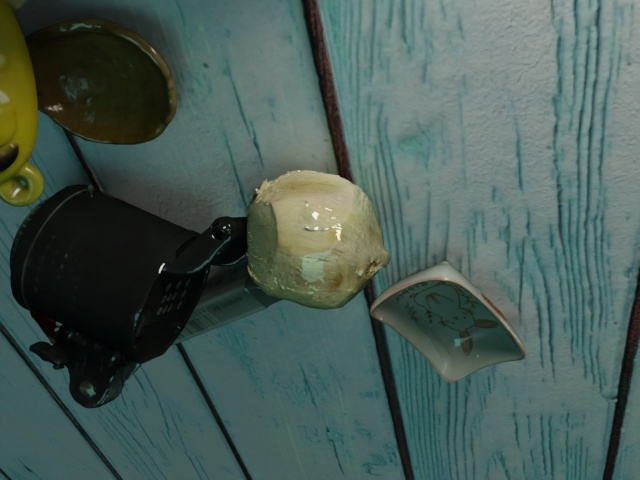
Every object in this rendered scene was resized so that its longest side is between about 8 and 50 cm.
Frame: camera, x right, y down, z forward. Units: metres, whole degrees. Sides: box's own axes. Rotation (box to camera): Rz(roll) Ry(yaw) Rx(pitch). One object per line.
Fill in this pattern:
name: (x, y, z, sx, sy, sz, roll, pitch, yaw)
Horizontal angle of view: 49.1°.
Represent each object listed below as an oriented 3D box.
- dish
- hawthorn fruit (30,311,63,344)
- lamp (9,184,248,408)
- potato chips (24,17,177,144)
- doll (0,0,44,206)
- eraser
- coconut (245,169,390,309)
dish: (0.194, 0.113, 1.057, 0.151, 0.077, 0.212, -29, 121, 35)
hawthorn fruit: (-0.406, 0.092, 1.187, 0.172, 0.148, 0.148, -28, 126, 4)
lamp: (-0.300, 0.034, 1.017, 0.272, 0.205, 0.374, 42, 101, 7)
potato chips: (-0.273, -0.206, 0.882, 0.195, 0.062, 0.208, 38, 132, -26)
doll: (-0.439, -0.264, 0.740, 0.423, 0.161, 0.348, 27, 97, -19)
eraser: (-0.175, 0.098, 1.143, 0.351, 0.089, 0.061, -25, 121, 34)
coconut: (0.000, 0.003, 0.934, 0.194, 0.194, 0.194, 9, 136, 8)
